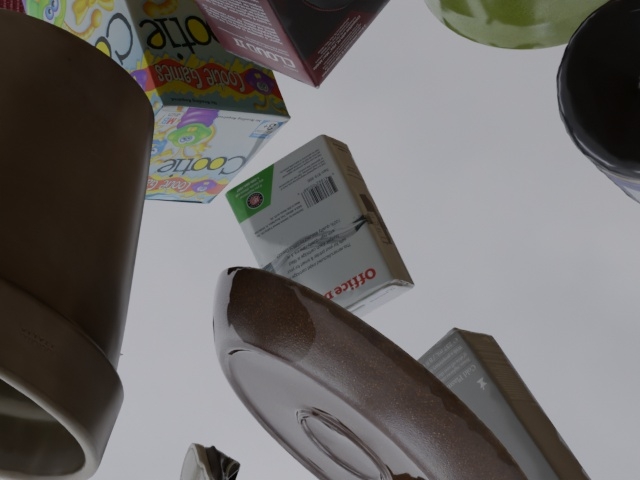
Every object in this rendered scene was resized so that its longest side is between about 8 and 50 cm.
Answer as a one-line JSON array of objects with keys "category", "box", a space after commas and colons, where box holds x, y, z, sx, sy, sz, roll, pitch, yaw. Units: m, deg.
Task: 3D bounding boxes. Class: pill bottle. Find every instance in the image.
[{"category": "pill bottle", "box": [0.237, -0.083, 1.316, 0.123, 0.123, 0.219, 46, -172, 19]}]

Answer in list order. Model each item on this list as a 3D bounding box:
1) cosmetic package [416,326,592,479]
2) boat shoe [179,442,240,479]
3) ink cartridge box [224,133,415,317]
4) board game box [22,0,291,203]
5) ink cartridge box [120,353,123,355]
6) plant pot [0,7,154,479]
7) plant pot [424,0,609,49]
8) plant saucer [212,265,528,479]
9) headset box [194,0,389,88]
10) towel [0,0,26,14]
[{"category": "cosmetic package", "box": [0.192, 0.230, 2.210, 0.107, 0.127, 0.238, 15, -144, -58]}, {"category": "boat shoe", "box": [-0.096, 0.274, 1.988, 0.065, 0.075, 0.206, 15, -158, -18]}, {"category": "ink cartridge box", "box": [0.000, 0.000, 2.400, 0.208, 0.153, 0.087, 65, -163, 16]}, {"category": "board game box", "box": [-0.158, -0.188, 1.767, 0.144, 0.142, 0.275, 2, -123, -40]}, {"category": "ink cartridge box", "box": [-0.314, 0.130, 2.509, 0.115, 0.063, 0.029, 20, -124, -40]}, {"category": "plant pot", "box": [-0.261, -0.011, 1.470, 0.323, 0.323, 0.280, 31, -114, -20]}, {"category": "plant pot", "box": [0.182, -0.373, 1.811, 0.366, 0.366, 0.353, 56, 171, 38]}, {"category": "plant saucer", "box": [0.029, 0.141, 1.487, 0.310, 0.050, 0.310, 35, 160, 15]}, {"category": "headset box", "box": [-0.015, -0.273, 1.442, 0.110, 0.218, 0.293, 26, 159, 37]}, {"category": "towel", "box": [-0.394, -0.246, 2.060, 0.037, 0.237, 0.329, 34, -123, -64]}]
